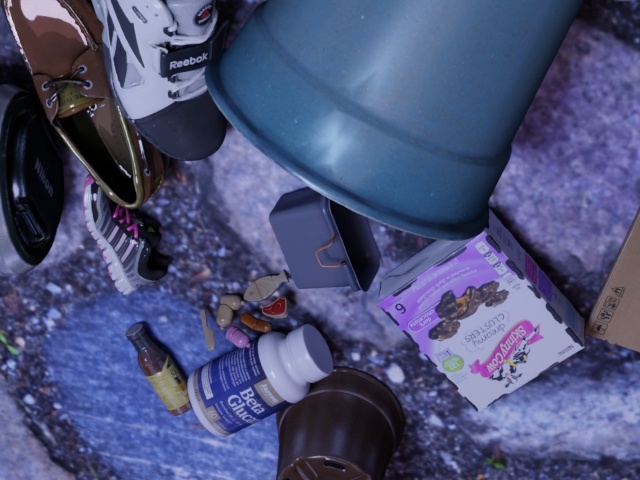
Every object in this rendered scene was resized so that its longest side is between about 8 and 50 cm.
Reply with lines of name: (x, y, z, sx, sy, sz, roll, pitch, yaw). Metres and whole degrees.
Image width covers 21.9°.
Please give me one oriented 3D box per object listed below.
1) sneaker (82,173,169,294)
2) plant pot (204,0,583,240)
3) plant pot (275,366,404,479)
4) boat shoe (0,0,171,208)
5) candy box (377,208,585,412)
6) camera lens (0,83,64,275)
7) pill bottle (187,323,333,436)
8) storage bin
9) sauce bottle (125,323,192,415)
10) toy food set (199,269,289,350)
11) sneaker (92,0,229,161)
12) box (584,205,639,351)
sneaker: (-0.231, -0.013, 1.992, 0.074, 0.063, 0.170, -11, 121, 14)
plant pot: (0.105, -0.233, 1.682, 0.341, 0.341, 0.334, 27, 113, -7)
plant pot: (0.016, 0.269, 2.051, 0.167, 0.165, 0.167, 3, 118, 6)
boat shoe: (-0.266, -0.177, 1.882, 0.110, 0.104, 0.307, -26, 112, 20)
candy box: (0.194, 0.085, 1.979, 0.165, 0.070, 0.196, -36, 108, 23)
camera lens: (-0.447, -0.065, 1.903, 0.274, 0.219, 0.219, -3, 118, 10)
pill bottle: (-0.072, 0.170, 2.049, 0.169, 0.094, 0.094, -28, 111, 21)
storage bin: (0.000, 0.000, 1.954, 0.091, 0.098, 0.135, -10, 117, 25)
sauce bottle: (-0.204, 0.163, 2.094, 0.042, 0.042, 0.128, -21, 115, 18)
toy food set: (-0.086, 0.092, 2.030, 0.122, 0.078, 0.019, -22, 154, 15)
sneaker: (-0.164, -0.227, 1.802, 0.146, 0.122, 0.331, 14, 133, 49)
box: (0.425, 0.053, 1.958, 0.164, 0.021, 0.201, 19, 119, -2)
